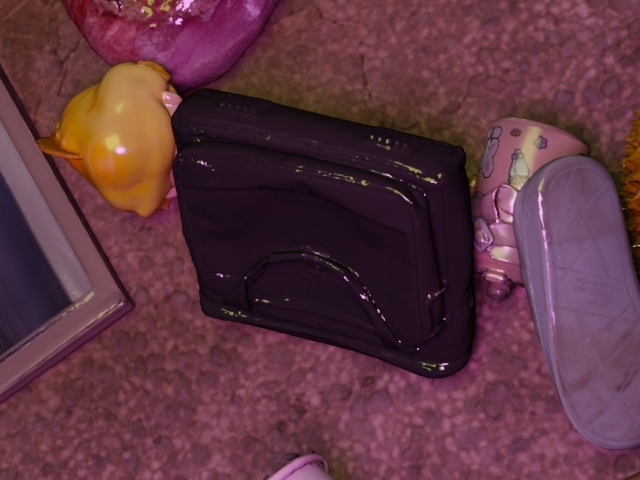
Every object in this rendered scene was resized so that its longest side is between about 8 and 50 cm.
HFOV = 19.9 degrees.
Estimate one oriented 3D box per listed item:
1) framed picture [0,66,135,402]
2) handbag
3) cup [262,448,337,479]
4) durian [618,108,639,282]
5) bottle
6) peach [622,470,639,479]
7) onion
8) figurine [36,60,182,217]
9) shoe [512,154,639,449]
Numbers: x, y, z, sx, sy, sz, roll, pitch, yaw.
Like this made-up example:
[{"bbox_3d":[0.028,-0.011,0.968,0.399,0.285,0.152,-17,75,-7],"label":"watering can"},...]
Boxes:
[{"bbox_3d":[-0.413,-0.019,1.822,0.326,0.028,0.446,-36,66,8],"label":"framed picture"},{"bbox_3d":[0.000,0.000,1.559,0.275,0.244,0.088,12,43,21],"label":"handbag"},{"bbox_3d":[0.030,0.340,1.448,0.274,0.253,0.253,31,88,18],"label":"cup"},{"bbox_3d":[0.326,-0.039,1.485,0.193,0.138,0.237,-19,71,16],"label":"durian"},{"bbox_3d":[0.169,-0.023,1.564,0.099,0.099,0.152,16,82,24],"label":"bottle"},{"bbox_3d":[0.303,0.306,1.333,0.292,0.247,0.292,0,58,0],"label":"peach"},{"bbox_3d":[-0.131,-0.292,1.741,0.227,0.120,0.283,42,92,20],"label":"onion"},{"bbox_3d":[-0.138,-0.086,1.691,0.246,0.131,0.156,6,112,14],"label":"figurine"},{"bbox_3d":[0.220,0.049,1.516,0.103,0.100,0.251,-16,100,-8],"label":"shoe"}]
